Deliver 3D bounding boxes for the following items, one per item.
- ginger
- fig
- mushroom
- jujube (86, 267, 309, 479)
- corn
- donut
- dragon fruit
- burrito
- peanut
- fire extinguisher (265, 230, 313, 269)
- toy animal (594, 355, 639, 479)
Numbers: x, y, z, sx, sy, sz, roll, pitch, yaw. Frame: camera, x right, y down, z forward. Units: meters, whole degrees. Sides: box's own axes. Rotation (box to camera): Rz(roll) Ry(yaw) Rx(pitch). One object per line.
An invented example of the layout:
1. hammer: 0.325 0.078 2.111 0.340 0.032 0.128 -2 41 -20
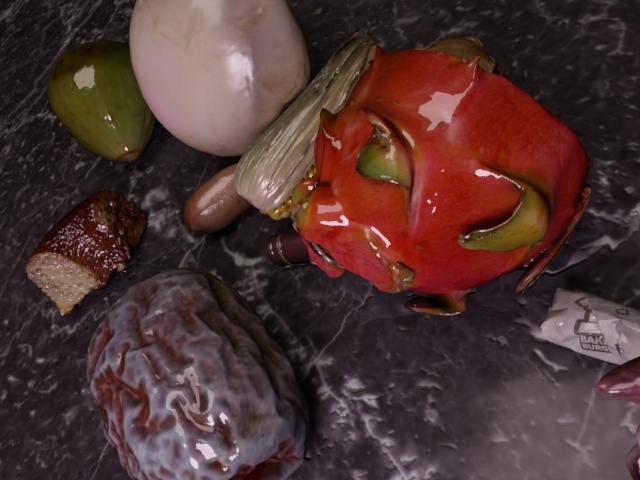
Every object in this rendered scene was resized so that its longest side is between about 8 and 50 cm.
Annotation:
1. ginger: 0.168 -0.206 0.878 0.157 0.102 0.216 3 45 11
2. fig: -0.405 -0.263 1.221 0.207 0.207 0.230 -17 52 22
3. mushroom: -0.173 -0.313 1.048 0.315 0.315 0.356 -30 54 13
4. jujube: -0.150 0.177 0.775 0.226 0.226 0.317 -41 53 3
5. corn: -0.008 -0.169 0.961 0.122 0.123 0.305 30 79 42
6. donut: -0.399 0.014 1.096 0.186 0.126 0.144 -28 43 14
7. dragon fruit: 0.109 -0.038 0.703 0.305 0.305 0.226 25 77 40
8. burrito: 0.309 0.099 0.631 0.203 0.064 0.064 21 73 41
9. peanut: -0.148 -0.069 1.017 0.152 0.076 0.076 -39 48 0
10. fire extinguisher: 0.000 0.000 0.900 0.158 0.043 0.064 -13 85 25
11. toy animal: 0.353 0.132 0.514 0.324 0.195 0.090 -35 10 4
